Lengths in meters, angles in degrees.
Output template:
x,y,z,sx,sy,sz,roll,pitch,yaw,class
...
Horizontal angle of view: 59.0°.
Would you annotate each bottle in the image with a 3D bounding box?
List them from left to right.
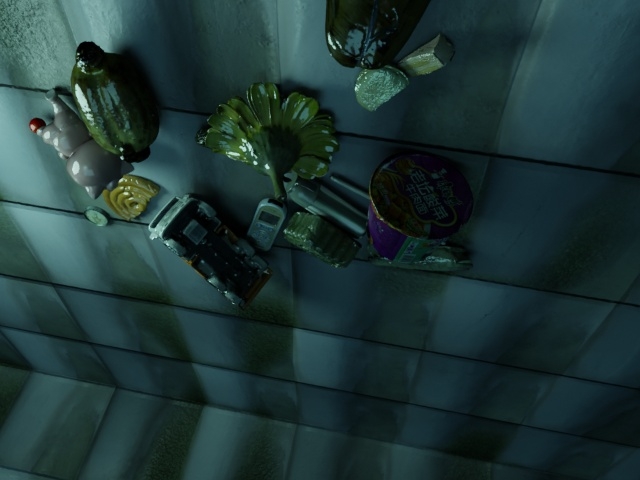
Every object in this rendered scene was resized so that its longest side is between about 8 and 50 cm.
x,y,z,sx,sy,sz,roll,pitch,yaw,class
0.026,-0.094,1.539,0.254,0.079,0.096,32,162,-21,bottle

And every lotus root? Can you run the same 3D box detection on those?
x,y,z,sx,sy,sz,roll,pitch,yaw,class
-0.489,-0.334,1.347,0.173,0.173,0.309,4,137,12,lotus root

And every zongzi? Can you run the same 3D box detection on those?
x,y,z,sx,sy,sz,roll,pitch,yaw,class
-0.262,-0.281,1.426,0.109,0.055,0.119,16,131,0,zongzi
0.028,-0.487,0.928,0.361,0.160,0.322,29,104,-8,zongzi

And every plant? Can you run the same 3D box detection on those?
x,y,z,sx,sy,sz,roll,pitch,yaw,class
-0.101,-0.200,1.360,0.306,0.296,0.261,-17,166,2,plant

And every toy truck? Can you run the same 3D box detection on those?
x,y,z,sx,sy,sz,roll,pitch,yaw,class
-0.342,0.031,1.726,0.207,0.173,0.387,18,155,49,toy truck

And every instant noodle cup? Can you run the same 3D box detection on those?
x,y,z,sx,sy,sz,roll,pitch,yaw,class
0.225,-0.067,1.401,0.252,0.251,0.190,14,150,0,instant noodle cup

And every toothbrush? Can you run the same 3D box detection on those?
x,y,z,sx,sy,sz,roll,pitch,yaw,class
0.189,-0.080,1.544,0.386,0.040,0.040,26,141,-15,toothbrush

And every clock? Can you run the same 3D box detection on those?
x,y,z,sx,sy,sz,roll,pitch,yaw,class
-0.732,-0.079,1.849,0.085,0.017,0.085,9,142,7,clock

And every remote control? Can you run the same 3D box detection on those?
x,y,z,sx,sy,sz,roll,pitch,yaw,class
-0.164,-0.046,1.691,0.087,0.047,0.244,24,142,-7,remote control

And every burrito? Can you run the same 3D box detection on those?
x,y,z,sx,sy,sz,roll,pitch,yaw,class
0.287,0.049,1.654,0.310,0.066,0.096,4,146,13,burrito

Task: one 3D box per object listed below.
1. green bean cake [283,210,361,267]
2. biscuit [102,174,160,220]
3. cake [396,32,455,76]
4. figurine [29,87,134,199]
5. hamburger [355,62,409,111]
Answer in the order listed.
x,y,z,sx,sy,sz,roll,pitch,yaw,class
0.000,0.000,1.592,0.173,0.094,0.181,33,173,-30,green bean cake
-0.591,-0.136,1.721,0.145,0.033,0.224,36,136,-27,biscuit
0.217,-0.377,1.173,0.052,0.065,0.121,37,159,-27,cake
-0.638,-0.257,1.519,0.287,0.176,0.186,43,178,-10,figurine
0.125,-0.343,1.227,0.121,0.054,0.084,-24,124,35,hamburger
